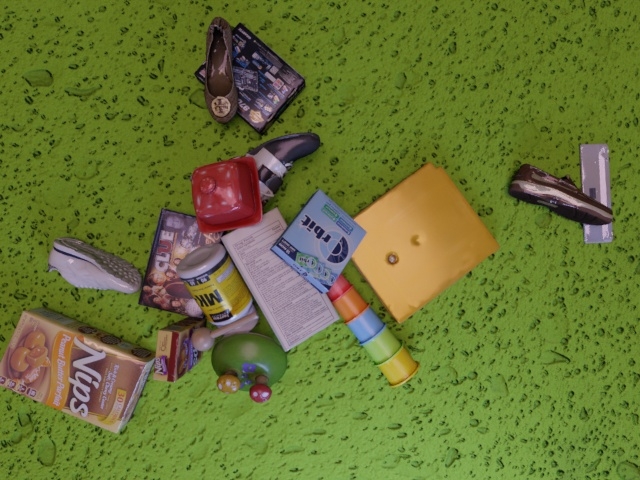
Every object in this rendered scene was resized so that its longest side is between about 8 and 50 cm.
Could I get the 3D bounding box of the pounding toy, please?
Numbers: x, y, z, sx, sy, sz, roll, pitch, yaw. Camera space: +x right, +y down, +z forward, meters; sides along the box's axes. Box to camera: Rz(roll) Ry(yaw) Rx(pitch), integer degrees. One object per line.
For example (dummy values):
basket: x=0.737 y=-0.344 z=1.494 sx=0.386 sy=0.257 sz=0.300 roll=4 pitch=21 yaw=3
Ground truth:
pounding toy: x=-0.180 y=0.294 z=0.997 sx=0.182 sy=0.110 sz=0.237 roll=-16 pitch=124 yaw=12

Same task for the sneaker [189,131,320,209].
sneaker: x=-0.137 y=-0.146 z=1.057 sx=0.330 sy=0.122 sz=0.146 roll=-23 pitch=84 yaw=8

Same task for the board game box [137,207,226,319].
board game box: x=-0.339 y=0.057 z=1.087 sx=0.164 sy=0.042 sz=0.244 roll=13 pitch=89 yaw=-1

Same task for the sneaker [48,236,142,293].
sneaker: x=-0.549 y=0.079 z=1.071 sx=0.235 sy=0.090 sz=0.095 roll=27 pitch=101 yaw=3

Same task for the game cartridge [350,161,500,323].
game cartridge: x=0.239 y=0.000 z=1.102 sx=0.323 sy=0.052 sz=0.285 roll=-36 pitch=90 yaw=-4

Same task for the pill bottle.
pill bottle: x=-0.232 y=0.120 z=1.020 sx=0.119 sy=0.119 sz=0.209 roll=-26 pitch=116 yaw=-2

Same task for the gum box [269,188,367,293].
gum box: x=0.000 y=0.000 z=0.999 sx=0.157 sy=0.041 sz=0.184 roll=42 pitch=62 yaw=-10

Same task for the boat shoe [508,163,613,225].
boat shoe: x=0.608 y=-0.121 z=1.088 sx=0.257 sy=0.095 sz=0.095 roll=22 pitch=83 yaw=-1

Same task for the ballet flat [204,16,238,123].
ballet flat: x=-0.238 y=-0.406 z=1.038 sx=0.084 sy=0.058 sz=0.250 roll=0 pitch=89 yaw=0

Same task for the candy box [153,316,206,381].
candy box: x=-0.319 y=0.245 z=1.012 sx=0.053 sy=0.186 sz=0.109 roll=6 pitch=90 yaw=2

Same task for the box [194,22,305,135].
box: x=-0.174 y=-0.401 z=1.094 sx=0.220 sy=0.051 sz=0.175 roll=41 pitch=89 yaw=0

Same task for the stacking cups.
stacking cups: x=0.115 y=0.202 z=1.079 sx=0.096 sy=0.096 sz=0.316 roll=-36 pitch=86 yaw=-2

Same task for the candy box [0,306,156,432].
candy box: x=-0.583 y=0.307 z=1.055 sx=0.316 sy=0.087 sz=0.183 roll=23 pitch=89 yaw=-1

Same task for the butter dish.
butter dish: x=-0.220 y=-0.107 z=0.944 sx=0.159 sy=0.118 sz=0.160 roll=-9 pitch=81 yaw=11

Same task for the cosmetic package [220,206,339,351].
cosmetic package: x=-0.097 y=0.091 z=1.042 sx=0.153 sy=0.129 sz=0.296 roll=-28 pitch=90 yaw=-10

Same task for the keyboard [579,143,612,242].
keyboard: x=0.711 y=-0.122 z=1.131 sx=0.072 sy=0.014 sz=0.256 roll=-2 pitch=89 yaw=4
